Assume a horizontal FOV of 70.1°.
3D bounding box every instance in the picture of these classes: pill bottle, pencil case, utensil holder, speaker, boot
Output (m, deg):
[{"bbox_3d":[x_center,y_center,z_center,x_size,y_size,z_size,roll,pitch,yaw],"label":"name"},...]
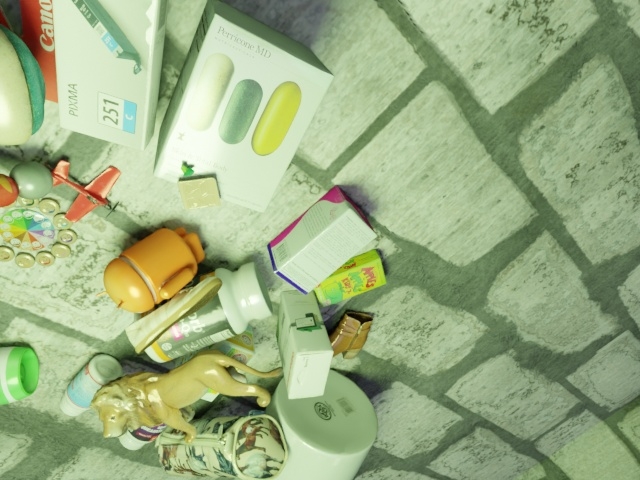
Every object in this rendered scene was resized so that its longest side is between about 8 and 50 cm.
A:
[{"bbox_3d":[-0.575,0.365,1.139,0.160,0.087,0.087,-44,125,15],"label":"pill bottle"},{"bbox_3d":[-0.260,0.157,1.040,0.278,0.162,0.162,-21,127,-2],"label":"pill bottle"},{"bbox_3d":[-0.276,0.539,1.200,0.410,0.160,0.183,-23,126,41],"label":"pencil case"},{"bbox_3d":[-0.048,0.612,1.327,0.327,0.328,0.386,10,119,-23],"label":"utensil holder"},{"bbox_3d":[-0.808,0.317,1.013,0.296,0.131,0.131,-7,126,-12],"label":"speaker"},{"bbox_3d":[-0.463,0.478,1.239,0.108,0.108,0.193,30,112,-31],"label":"pill bottle"},{"bbox_3d":[0.045,0.264,1.267,0.197,0.073,0.152,1,126,-32],"label":"boot"}]

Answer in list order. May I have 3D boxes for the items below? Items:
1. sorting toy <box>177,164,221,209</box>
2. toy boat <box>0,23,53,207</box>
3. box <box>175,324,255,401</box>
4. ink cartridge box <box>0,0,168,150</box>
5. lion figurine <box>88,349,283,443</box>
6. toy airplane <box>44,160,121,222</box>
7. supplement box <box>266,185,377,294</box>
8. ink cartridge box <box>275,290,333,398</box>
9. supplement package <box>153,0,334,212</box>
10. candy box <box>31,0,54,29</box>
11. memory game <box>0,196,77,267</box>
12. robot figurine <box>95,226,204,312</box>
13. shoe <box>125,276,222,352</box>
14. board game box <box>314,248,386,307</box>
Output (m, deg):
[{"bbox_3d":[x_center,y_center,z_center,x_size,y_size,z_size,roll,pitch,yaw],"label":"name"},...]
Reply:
[{"bbox_3d":[-0.197,-0.087,0.734,0.062,0.012,0.083,-5,132,-4],"label":"sorting toy"},{"bbox_3d":[-0.509,-0.194,0.706,0.148,0.267,0.318,-38,147,-50],"label":"toy boat"},{"bbox_3d":[-0.272,0.300,1.173,0.114,0.103,0.203,30,111,-30],"label":"box"},{"bbox_3d":[-0.370,-0.302,0.671,0.261,0.066,0.296,16,133,-11],"label":"ink cartridge box"},{"bbox_3d":[-0.305,0.336,1.051,0.392,0.142,0.240,-33,120,4],"label":"lion figurine"},{"bbox_3d":[-0.461,-0.100,0.881,0.151,0.028,0.151,-8,122,-14],"label":"toy airplane"},{"bbox_3d":[0.000,0.000,1.039,0.220,0.111,0.114,-41,126,14],"label":"supplement box"},{"bbox_3d":[-0.047,0.255,1.136,0.092,0.219,0.160,0,124,-16],"label":"ink cartridge box"},{"bbox_3d":[-0.142,-0.229,0.781,0.199,0.198,0.263,18,118,-26],"label":"supplement package"},{"bbox_3d":[-0.368,-0.361,0.714,0.109,0.053,0.187,-28,126,5],"label":"candy box"},{"bbox_3d":[-0.590,-0.018,0.912,0.186,0.012,0.186,-8,126,-12],"label":"memory game"},{"bbox_3d":[-0.345,0.060,0.938,0.158,0.219,0.128,46,144,3],"label":"robot figurine"},{"bbox_3d":[-0.297,0.138,0.923,0.219,0.076,0.058,-39,82,-5],"label":"shoe"},{"bbox_3d":[0.071,0.098,1.172,0.181,0.043,0.092,-20,127,-2],"label":"board game box"}]
